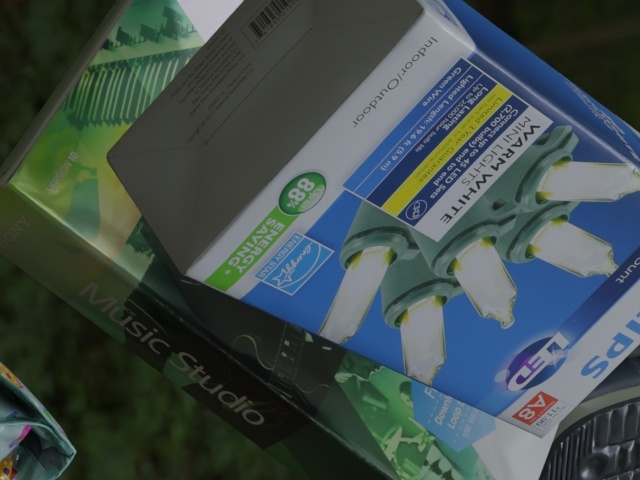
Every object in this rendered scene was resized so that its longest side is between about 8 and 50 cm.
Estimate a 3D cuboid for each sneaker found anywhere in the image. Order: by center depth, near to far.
[{"bbox_3d":[0.239,0.091,1.283,0.131,0.319,0.112,38,-54,48],"label":"sneaker"}]

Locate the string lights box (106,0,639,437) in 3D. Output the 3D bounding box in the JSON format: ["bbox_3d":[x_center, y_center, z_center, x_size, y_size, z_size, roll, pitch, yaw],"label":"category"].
[{"bbox_3d":[0.052,-0.017,0.797,0.133,0.260,0.076,-47,-130,14],"label":"string lights box"}]

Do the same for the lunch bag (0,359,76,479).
[{"bbox_3d":[-0.349,0.127,1.607,0.223,0.262,0.160,43,-62,26],"label":"lunch bag"}]

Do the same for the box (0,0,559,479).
[{"bbox_3d":[0.000,0.000,1.026,0.058,0.322,0.232,-39,-161,48],"label":"box"}]
